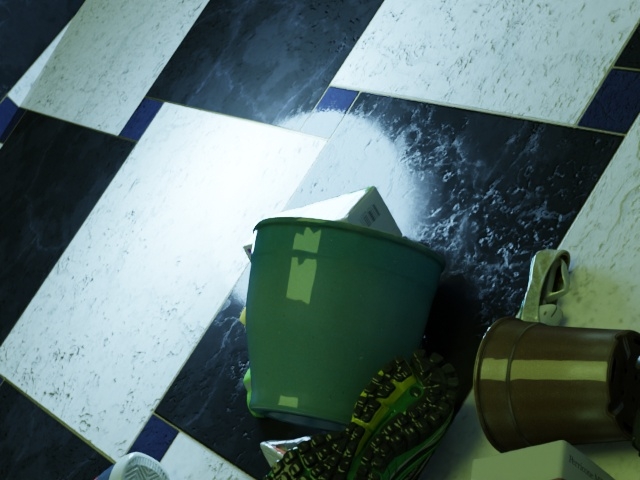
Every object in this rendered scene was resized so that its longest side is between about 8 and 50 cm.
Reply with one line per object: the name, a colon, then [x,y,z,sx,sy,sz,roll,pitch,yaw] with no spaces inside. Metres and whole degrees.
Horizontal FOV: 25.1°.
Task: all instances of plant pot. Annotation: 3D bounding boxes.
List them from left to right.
plant pot: [0.015,0.128,1.961,0.271,0.271,0.255,-3,72,50]
plant pot: [0.291,0.169,1.660,0.165,0.167,0.167,-5,54,39]

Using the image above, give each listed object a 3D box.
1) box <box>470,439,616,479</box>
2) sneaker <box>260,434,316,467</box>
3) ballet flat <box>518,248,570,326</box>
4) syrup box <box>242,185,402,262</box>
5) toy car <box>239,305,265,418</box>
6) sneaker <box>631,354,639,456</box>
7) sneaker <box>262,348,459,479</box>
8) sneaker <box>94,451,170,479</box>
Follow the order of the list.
box: [0.241,0.355,1.534,0.127,0.148,0.232,-21,44,39]
sneaker: [-0.022,0.304,2.020,0.065,0.061,0.158,-36,25,-29]
ballet flat: [0.289,0.078,1.838,0.052,0.057,0.168,-11,50,34]
syrup box: [0.000,0.000,2.215,0.237,0.096,0.093,-13,24,44]
toy car: [-0.068,0.163,2.200,0.239,0.053,0.225,-14,47,44]
sneaker: [0.390,0.230,1.495,0.130,0.109,0.286,-24,54,48]
sneaker: [0.052,0.299,1.795,0.343,0.146,0.134,-39,57,-19]
sneaker: [-0.329,0.493,2.150,0.148,0.131,0.350,-30,32,42]
